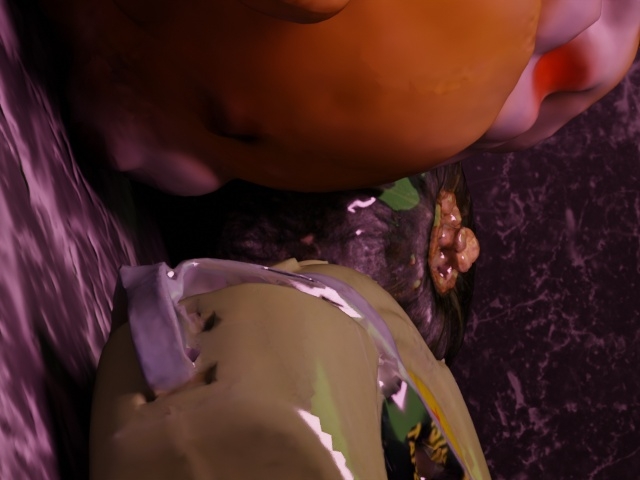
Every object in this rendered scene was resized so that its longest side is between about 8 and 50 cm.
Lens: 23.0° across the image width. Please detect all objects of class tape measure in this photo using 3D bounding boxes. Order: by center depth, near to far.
[{"bbox_3d":[-0.003,0.095,0.471,0.200,0.106,0.175,69,16,1],"label":"tape measure"}]

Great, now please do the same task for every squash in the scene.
[{"bbox_3d":[0.005,0.000,0.803,0.193,0.156,0.193,2,90,-90],"label":"squash"}]

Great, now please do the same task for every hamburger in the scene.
[{"bbox_3d":[-0.005,-0.139,0.601,0.237,0.276,0.276,-31,107,-42],"label":"hamburger"}]
